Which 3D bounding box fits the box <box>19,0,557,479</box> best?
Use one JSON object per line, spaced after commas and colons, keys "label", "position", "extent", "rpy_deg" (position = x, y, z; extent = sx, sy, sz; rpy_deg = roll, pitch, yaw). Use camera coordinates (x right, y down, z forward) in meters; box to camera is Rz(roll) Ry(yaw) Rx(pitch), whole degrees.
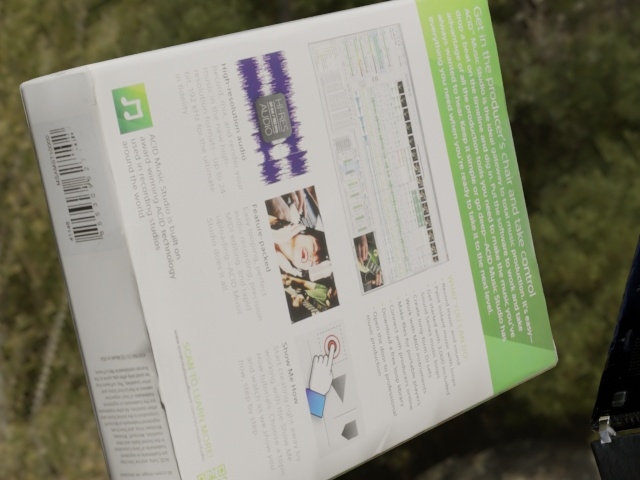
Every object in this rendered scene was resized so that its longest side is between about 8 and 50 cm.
{"label": "box", "position": [0.000, 0.000, 0.980], "extent": [0.058, 0.232, 0.322], "rpy_deg": [-6, 9, 42]}

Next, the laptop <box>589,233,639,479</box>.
{"label": "laptop", "position": [0.276, 0.091, 0.976], "extent": [0.234, 0.136, 0.264], "rpy_deg": [-15, 42, 40]}
